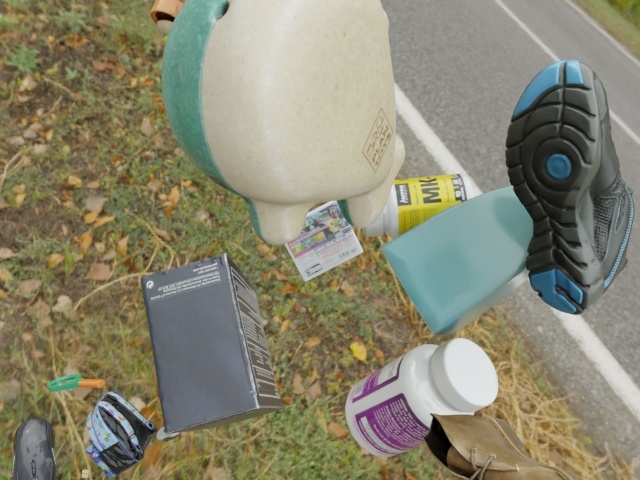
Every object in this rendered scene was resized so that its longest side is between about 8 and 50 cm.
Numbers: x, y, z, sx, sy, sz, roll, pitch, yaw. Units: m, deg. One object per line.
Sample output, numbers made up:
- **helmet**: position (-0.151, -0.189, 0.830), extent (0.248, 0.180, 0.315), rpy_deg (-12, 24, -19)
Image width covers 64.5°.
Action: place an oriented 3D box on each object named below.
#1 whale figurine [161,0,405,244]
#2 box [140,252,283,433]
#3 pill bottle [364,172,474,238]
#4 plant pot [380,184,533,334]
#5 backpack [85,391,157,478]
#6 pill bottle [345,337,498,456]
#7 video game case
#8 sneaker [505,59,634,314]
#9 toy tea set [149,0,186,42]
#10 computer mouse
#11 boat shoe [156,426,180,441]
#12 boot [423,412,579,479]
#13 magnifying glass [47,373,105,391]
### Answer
- **whale figurine**: position (-0.016, -0.102, 0.422), extent (0.141, 0.216, 0.272), rpy_deg (19, -6, 29)
- **box**: position (-0.213, 0.222, 1.038), extent (0.183, 0.296, 0.294), rpy_deg (-17, 71, -1)
- **pill bottle**: position (0.188, -0.065, 1.006), extent (0.209, 0.119, 0.119), rpy_deg (-6, 49, 2)
- **plant pot**: position (0.259, 0.027, 0.845), extent (0.165, 0.234, 0.165), rpy_deg (61, 17, 22)
- **backpack**: position (-0.519, 0.479, 1.277), extent (0.173, 0.117, 0.158), rpy_deg (54, 4, -10)
- **pill bottle**: position (0.193, 0.305, 0.992), extent (0.169, 0.301, 0.169), rpy_deg (18, 50, -23)
- **video game case**: position (0.000, 0.000, 1.518), extent (0.183, 0.201, 0.023), rpy_deg (63, 1, -13)
- **sneaker**: position (0.346, -0.074, 0.688), extent (0.140, 0.340, 0.125), rpy_deg (-25, 26, -25)
- **toy tea set**: position (-0.212, -0.437, 0.985), extent (0.200, 0.336, 0.124), rpy_deg (21, 78, -35)
- **computer mouse**: position (-0.694, 0.592, 1.306), extent (0.184, 0.060, 0.262), rpy_deg (2, 75, -23)
- **boat shoe**: position (-0.454, 0.589, 1.562), extent (0.040, 0.142, 0.049), rpy_deg (37, 45, -24)
- **boot**: position (0.208, 0.289, 0.591), extent (0.115, 0.112, 0.305), rpy_deg (18, 1, -9)
- **magnifying glass**: position (-0.767, 0.450, 1.598), extent (0.092, 0.231, 0.026), rpy_deg (-23, 102, -61)
